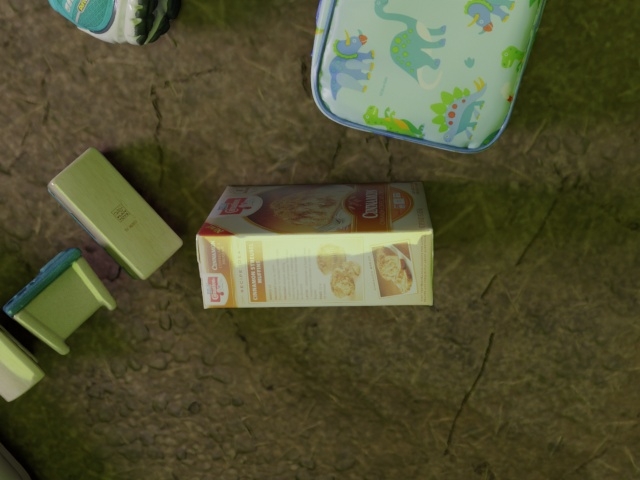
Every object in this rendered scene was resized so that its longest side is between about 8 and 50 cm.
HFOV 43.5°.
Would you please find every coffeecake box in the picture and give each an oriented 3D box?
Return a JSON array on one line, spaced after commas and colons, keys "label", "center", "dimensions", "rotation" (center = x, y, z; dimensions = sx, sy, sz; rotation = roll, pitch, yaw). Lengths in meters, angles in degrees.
[{"label": "coffeecake box", "center": [0.000, 0.000, 0.694], "dimensions": [0.185, 0.142, 0.068], "rotation": [-1, 110, 4]}]

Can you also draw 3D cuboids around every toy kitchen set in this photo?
[{"label": "toy kitchen set", "center": [-0.265, 0.031, 0.770], "dimensions": [0.207, 0.166, 0.122], "rotation": [-46, 105, -20]}]

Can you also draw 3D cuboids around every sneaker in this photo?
[{"label": "sneaker", "center": [-0.156, -0.292, 0.621], "dimensions": [0.110, 0.107, 0.275], "rotation": [19, 111, 7]}]

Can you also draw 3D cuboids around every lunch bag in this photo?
[{"label": "lunch bag", "center": [0.085, -0.192, 0.644], "dimensions": [0.176, 0.090, 0.219], "rotation": [12, 111, -2]}]

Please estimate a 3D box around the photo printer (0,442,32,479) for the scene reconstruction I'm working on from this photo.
[{"label": "photo printer", "center": [-0.468, 0.254, 0.842], "dimensions": [0.256, 0.107, 0.308], "rotation": [-30, 106, 14]}]
